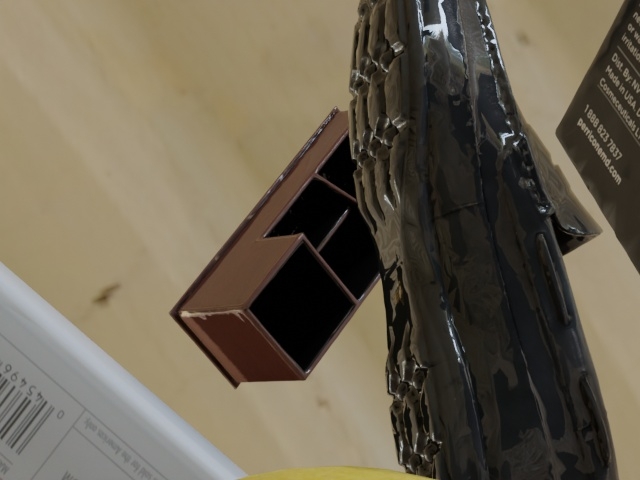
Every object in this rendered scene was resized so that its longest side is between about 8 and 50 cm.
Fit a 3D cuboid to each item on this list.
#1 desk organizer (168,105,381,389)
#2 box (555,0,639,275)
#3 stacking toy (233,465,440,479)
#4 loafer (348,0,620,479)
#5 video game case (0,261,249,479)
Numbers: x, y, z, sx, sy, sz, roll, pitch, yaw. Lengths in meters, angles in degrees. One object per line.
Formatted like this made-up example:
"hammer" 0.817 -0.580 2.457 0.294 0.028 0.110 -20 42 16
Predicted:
"desk organizer" 0.000 0.000 0.823 0.050 0.047 0.130 -7 39 51
"box" 0.223 -0.057 0.511 0.261 0.103 0.184 5 -49 -27
"stacking toy" 0.102 0.174 0.273 0.309 0.279 0.130 -7 9 6
"loafer" 0.058 -0.004 0.688 0.078 0.223 0.076 -5 -11 -16
"video game case" -0.083 0.111 0.452 0.173 0.190 0.022 -52 -16 3
